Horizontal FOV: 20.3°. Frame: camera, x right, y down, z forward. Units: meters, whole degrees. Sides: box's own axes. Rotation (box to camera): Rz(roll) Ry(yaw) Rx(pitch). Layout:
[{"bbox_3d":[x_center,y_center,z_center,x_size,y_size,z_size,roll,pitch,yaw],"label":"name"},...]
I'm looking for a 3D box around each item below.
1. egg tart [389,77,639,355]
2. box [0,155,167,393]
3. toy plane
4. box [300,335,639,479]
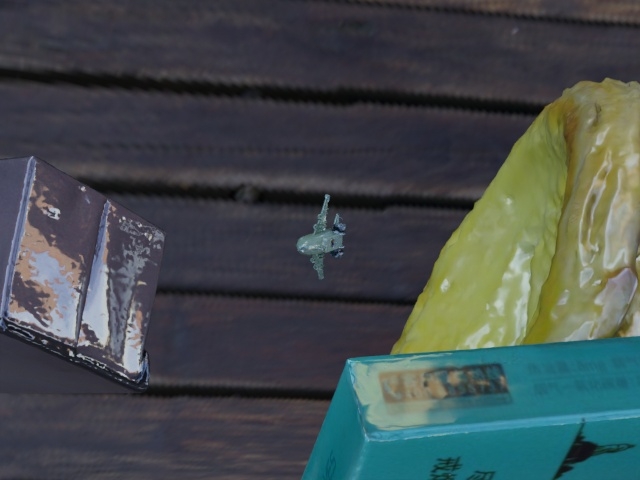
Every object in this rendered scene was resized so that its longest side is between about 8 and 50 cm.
[{"bbox_3d":[0.117,0.063,0.935,0.120,0.315,0.315,26,76,-7],"label":"egg tart"},{"bbox_3d":[-0.284,0.034,1.497,0.188,0.252,0.153,31,64,-49],"label":"box"},{"bbox_3d":[0.003,0.001,1.643,0.033,0.083,0.080,11,105,20],"label":"toy plane"},{"bbox_3d":[0.105,0.094,0.727,0.226,0.161,0.042,-4,57,-15],"label":"box"}]
